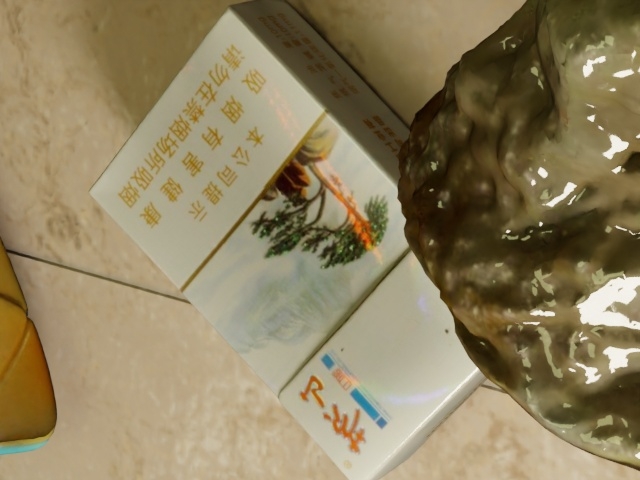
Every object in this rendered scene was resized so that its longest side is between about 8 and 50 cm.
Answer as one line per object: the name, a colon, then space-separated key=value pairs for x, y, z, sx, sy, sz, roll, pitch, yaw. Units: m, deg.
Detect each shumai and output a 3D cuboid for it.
shumai: x=0.196 y=-0.053 z=0.810 sx=0.346 sy=0.217 sz=0.283 roll=20 pitch=126 yaw=26

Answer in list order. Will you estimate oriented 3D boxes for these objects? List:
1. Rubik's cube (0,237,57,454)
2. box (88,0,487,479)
Rubik's cube: x=-0.326 y=0.067 z=1.191 sx=0.254 sy=0.254 sz=0.254 roll=9 pitch=107 yaw=29
box: x=0.000 y=0.001 z=1.062 sx=0.233 sy=0.067 sz=0.149 roll=47 pitch=122 yaw=12
